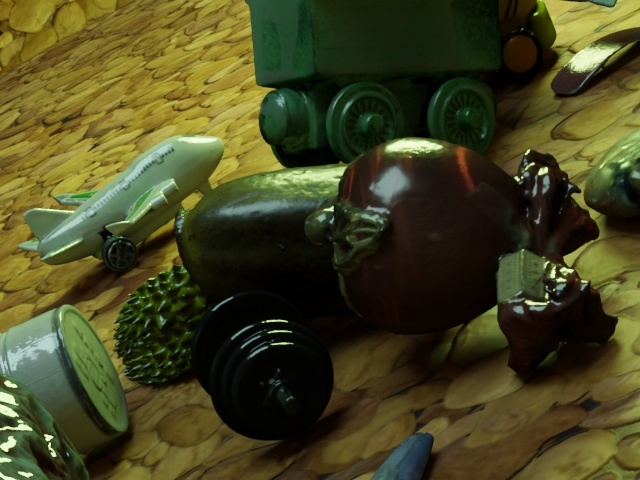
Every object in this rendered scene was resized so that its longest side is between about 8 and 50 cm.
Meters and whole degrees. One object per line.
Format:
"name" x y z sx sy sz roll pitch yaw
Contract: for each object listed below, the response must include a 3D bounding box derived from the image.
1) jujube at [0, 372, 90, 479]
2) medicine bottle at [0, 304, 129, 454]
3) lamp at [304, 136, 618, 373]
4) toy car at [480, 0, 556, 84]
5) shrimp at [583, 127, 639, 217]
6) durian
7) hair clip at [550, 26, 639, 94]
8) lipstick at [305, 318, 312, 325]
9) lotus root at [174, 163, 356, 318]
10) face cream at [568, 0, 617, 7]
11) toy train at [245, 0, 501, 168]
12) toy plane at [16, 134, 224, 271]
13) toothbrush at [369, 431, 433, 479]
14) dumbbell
"jujube" -0.246 0.211 1.093 0.226 0.226 0.317 -29 25 -5
"medicine bottle" -0.303 0.161 1.405 0.258 0.143 0.143 -26 19 8
"lamp" 0.094 0.000 1.230 0.223 0.151 0.215 -16 38 21
"toy car" 0.126 -0.222 1.806 0.248 0.142 0.200 -34 20 -15
"shrimp" 0.374 -0.114 1.321 0.360 0.085 0.247 -26 12 16
"durian" -0.115 0.062 1.491 0.215 0.086 0.100 -35 -1 24
"hair clip" 0.293 -0.190 1.686 0.137 0.022 0.054 -33 23 -15
"lipstick" -0.011 0.027 1.515 0.053 0.053 0.234 -20 25 20
"lotus root" 0.000 0.000 1.389 0.241 0.124 0.123 -6 27 1
"face cream" 0.134 -0.310 1.736 0.385 0.086 0.135 13 40 17
"toy train" 0.059 -0.161 1.607 0.266 0.201 0.145 -6 3 -32
"toy plane" -0.213 -0.038 1.861 0.255 0.101 0.251 -29 19 -16
"toothbrush" -0.018 0.237 0.993 0.035 0.042 0.413 -14 21 36
"dumbbell" -0.046 0.096 1.294 0.099 0.099 0.208 -30 19 -6
